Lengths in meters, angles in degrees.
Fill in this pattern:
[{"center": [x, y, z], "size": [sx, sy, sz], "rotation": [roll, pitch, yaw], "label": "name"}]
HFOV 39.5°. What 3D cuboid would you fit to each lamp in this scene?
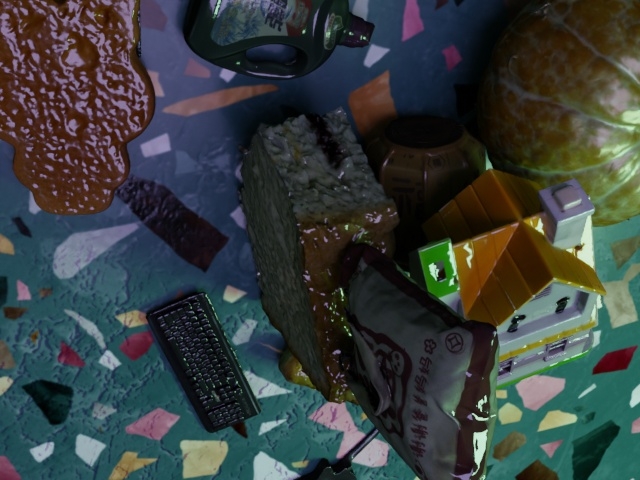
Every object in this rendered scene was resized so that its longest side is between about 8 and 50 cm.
[{"center": [0.136, -0.060, 1.155], "size": [0.161, 0.161, 0.185], "rotation": [-13, 123, -11], "label": "lamp"}]

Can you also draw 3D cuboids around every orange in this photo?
[{"center": [0.357, -0.174, 1.112], "size": [0.329, 0.249, 0.329], "rotation": [-8, 113, -19], "label": "orange"}]

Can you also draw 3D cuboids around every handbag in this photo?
[{"center": [0.097, 0.129, 0.886], "size": [0.127, 0.235, 0.213], "rotation": [-12, 117, -20], "label": "handbag"}]

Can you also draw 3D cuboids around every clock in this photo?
[{"center": [0.213, 0.042, 1.040], "size": [0.235, 0.166, 0.309], "rotation": [-20, 149, -6], "label": "clock"}]

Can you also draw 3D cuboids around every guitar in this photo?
[{"center": [0.042, 0.353, 1.398], "size": [0.233, 0.025, 0.088], "rotation": [-44, 118, 7], "label": "guitar"}]

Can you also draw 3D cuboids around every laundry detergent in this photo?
[{"center": [-0.041, -0.255, 1.050], "size": [0.222, 0.078, 0.144], "rotation": [13, 112, -25], "label": "laundry detergent"}]

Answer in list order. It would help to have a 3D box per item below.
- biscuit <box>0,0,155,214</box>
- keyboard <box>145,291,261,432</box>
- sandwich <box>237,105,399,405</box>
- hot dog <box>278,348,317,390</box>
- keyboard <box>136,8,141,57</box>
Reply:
[{"center": [-0.292, -0.188, 1.012], "size": [0.202, 0.047, 0.334], "rotation": [-3, 113, -6], "label": "biscuit"}, {"center": [-0.159, 0.175, 1.250], "size": [0.094, 0.025, 0.230], "rotation": [-23, 120, -3], "label": "keyboard"}, {"center": [0.000, 0.000, 1.079], "size": [0.131, 0.262, 0.325], "rotation": [-18, 120, -15], "label": "sandwich"}, {"center": [0.069, 0.213, 1.313], "size": [0.289, 0.083, 0.068], "rotation": [24, 87, -26], "label": "hot dog"}, {"center": [-0.232, -0.301, 1.000], "size": [0.060, 0.018, 0.195], "rotation": [-3, 115, -13], "label": "keyboard"}]
